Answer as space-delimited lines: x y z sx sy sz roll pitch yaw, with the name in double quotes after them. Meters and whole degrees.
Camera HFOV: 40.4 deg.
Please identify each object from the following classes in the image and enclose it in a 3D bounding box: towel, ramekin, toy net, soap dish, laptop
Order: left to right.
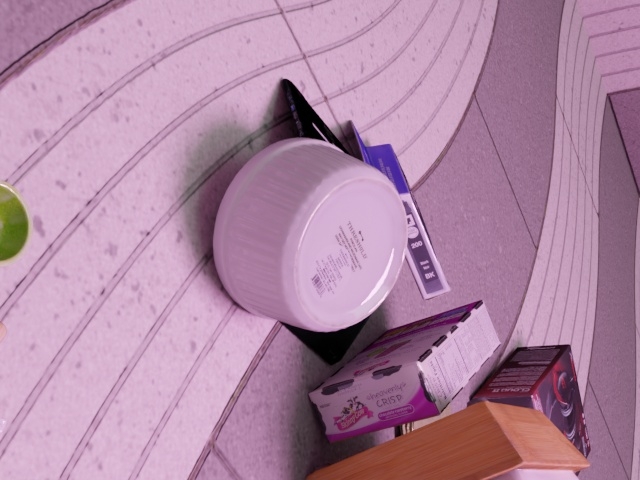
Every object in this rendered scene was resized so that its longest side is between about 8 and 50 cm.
-0.265 0.069 0.619 0.122 0.045 0.232 7 76 -58 "toy net"
-0.012 -0.023 1.090 0.234 0.137 0.264 47 19 -43 "laptop"
0.000 0.000 0.932 0.207 0.109 0.207 -18 118 -39 "ramekin"
0.154 0.274 1.266 0.148 0.027 0.110 29 57 -51 "towel"
0.140 0.285 1.015 0.229 0.291 0.118 21 46 -54 "soap dish"

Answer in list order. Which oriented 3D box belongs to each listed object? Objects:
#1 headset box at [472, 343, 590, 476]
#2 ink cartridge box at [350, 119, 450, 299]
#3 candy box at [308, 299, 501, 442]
0.372 0.332 1.525 0.293 0.110 0.218 -24 103 -58 "headset box"
0.105 -0.053 1.172 0.206 0.045 0.208 -98 163 -66 "ink cartridge box"
0.113 0.161 1.095 0.233 0.159 0.071 -26 93 -57 "candy box"
